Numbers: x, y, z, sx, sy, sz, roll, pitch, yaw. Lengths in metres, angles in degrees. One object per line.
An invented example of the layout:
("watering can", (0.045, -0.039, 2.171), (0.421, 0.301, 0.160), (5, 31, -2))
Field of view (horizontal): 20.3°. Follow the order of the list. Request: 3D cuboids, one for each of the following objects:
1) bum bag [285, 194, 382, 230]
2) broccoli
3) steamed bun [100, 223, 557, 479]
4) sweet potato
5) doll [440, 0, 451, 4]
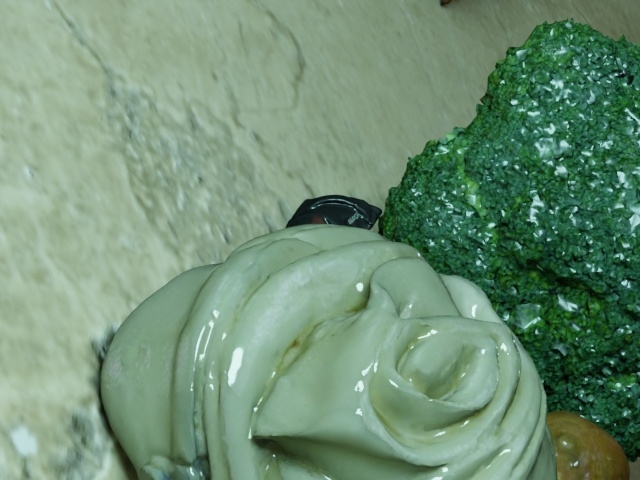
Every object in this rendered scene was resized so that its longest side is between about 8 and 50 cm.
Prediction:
("bum bag", (0.000, -0.001, 1.092), (0.124, 0.058, 0.034), (-63, 148, -60))
("broccoli", (0.170, 0.013, 1.202), (0.308, 0.275, 0.307), (-3, 96, -31))
("steamed bun", (0.019, 0.083, 0.850), (0.211, 0.144, 0.218), (-11, 65, -28))
("sweet potato", (0.161, 0.207, 1.144), (0.097, 0.097, 0.291), (-87, 163, -45))
("doll", (0.103, -0.355, 1.493), (0.269, 0.162, 0.166), (62, -6, 6))
